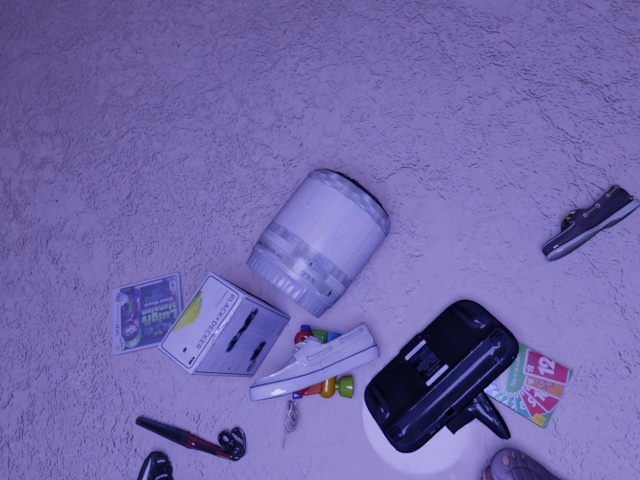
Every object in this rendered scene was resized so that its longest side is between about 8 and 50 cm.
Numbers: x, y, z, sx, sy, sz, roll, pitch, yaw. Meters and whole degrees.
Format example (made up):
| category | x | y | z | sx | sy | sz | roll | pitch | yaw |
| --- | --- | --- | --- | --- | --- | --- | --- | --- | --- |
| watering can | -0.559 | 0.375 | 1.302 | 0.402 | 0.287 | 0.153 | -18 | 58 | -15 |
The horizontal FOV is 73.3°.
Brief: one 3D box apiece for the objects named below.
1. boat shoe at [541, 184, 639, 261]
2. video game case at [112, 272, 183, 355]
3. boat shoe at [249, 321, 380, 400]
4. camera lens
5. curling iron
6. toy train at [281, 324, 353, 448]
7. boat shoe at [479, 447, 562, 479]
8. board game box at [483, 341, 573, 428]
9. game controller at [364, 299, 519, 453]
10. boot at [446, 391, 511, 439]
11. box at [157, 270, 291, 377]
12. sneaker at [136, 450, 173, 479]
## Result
| category | x | y | z | sx | sy | sz | roll | pitch | yaw |
| --- | --- | --- | --- | --- | --- | --- | --- | --- | --- |
| boat shoe | 0.549 | -0.036 | 0.898 | 0.228 | 0.081 | 0.068 | -30 | 65 | -6 |
| video game case | -0.436 | 0.184 | 1.082 | 0.191 | 0.022 | 0.173 | -14 | 70 | 8 |
| boat shoe | -0.014 | 0.228 | 0.827 | 0.268 | 0.096 | 0.088 | -16 | 74 | -16 |
| camera lens | 0.000 | 0.000 | 0.935 | 0.219 | 0.219 | 0.274 | 35 | 83 | 21 |
| curling iron | -0.288 | 0.432 | 0.960 | 0.274 | 0.035 | 0.068 | 6 | 69 | 14 |
| toy train | 0.006 | 0.310 | 0.904 | 0.144 | 0.105 | 0.247 | 6 | 73 | 1 |
| boat shoe | 0.420 | 0.497 | 0.743 | 0.324 | 0.123 | 0.116 | 35 | 116 | 12 |
| board game box | 0.351 | 0.249 | 0.873 | 0.260 | 0.039 | 0.124 | 28 | 80 | 23 |
| game controller | 0.227 | 0.260 | 0.851 | 0.319 | 0.067 | 0.166 | -44 | 36 | 4 |
| boot | 0.293 | 0.346 | 0.837 | 0.099 | 0.045 | 0.121 | -38 | 71 | 17 |
| box | -0.177 | 0.183 | 0.879 | 0.087 | 0.290 | 0.169 | 30 | 82 | 20 |
| sneaker | -0.392 | 0.586 | 0.901 | 0.108 | 0.100 | 0.271 | 6 | 74 | 20 |
